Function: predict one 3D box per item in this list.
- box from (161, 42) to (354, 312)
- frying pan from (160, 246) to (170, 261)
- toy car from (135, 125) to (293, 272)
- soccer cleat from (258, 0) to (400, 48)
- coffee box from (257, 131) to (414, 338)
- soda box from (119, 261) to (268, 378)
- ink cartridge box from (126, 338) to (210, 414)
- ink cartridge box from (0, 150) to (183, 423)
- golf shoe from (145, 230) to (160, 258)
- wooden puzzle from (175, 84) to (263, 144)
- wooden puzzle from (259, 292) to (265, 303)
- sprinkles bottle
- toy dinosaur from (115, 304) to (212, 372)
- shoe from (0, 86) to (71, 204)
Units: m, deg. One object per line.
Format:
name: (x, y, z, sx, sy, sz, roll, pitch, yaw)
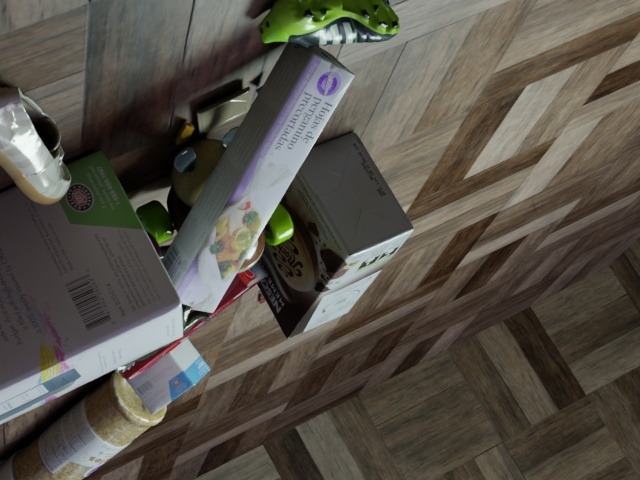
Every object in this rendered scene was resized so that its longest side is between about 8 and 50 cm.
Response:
box: (-0.077, -0.070, 1.421, 0.063, 0.067, 0.324, 21, 107, -36)
frying pan: (-0.310, 0.059, 1.691, 0.197, 0.053, 0.326, -33, 161, 13)
toy car: (-0.123, -0.060, 1.502, 0.155, 0.149, 0.188, -28, 153, -23)
soccer cleat: (0.010, -0.233, 1.347, 0.179, 0.060, 0.072, -5, 161, -45)
coffee box: (0.000, 0.000, 1.842, 0.119, 0.168, 0.297, -23, 162, -27)
soda box: (-0.209, 0.095, 1.873, 0.263, 0.092, 0.083, -38, 178, 23)
ink cartridge box: (-0.261, 0.182, 2.009, 0.092, 0.143, 0.090, -35, -178, 17)
ink cartridge box: (-0.348, 0.077, 1.356, 0.353, 0.207, 0.119, -25, 163, -15)
golf shoe: (-0.326, 0.091, 1.520, 0.306, 0.115, 0.140, -18, 139, -4)
wooden puzzle: (-0.112, -0.149, 1.453, 0.116, 0.014, 0.078, -25, 168, -18)
wooden puzzle: (-0.087, 0.093, 2.279, 0.049, 0.006, 0.083, -27, 164, -11)
sprinkles bottle: (-0.429, 0.360, 2.270, 0.355, 0.121, 0.121, -39, 163, 28)
toy dinosaur: (-0.238, 0.116, 1.732, 0.160, 0.121, 0.313, -43, -173, -14)
shoe: (-0.275, -0.091, 1.209, 0.058, 0.076, 0.219, -26, 163, 1)
